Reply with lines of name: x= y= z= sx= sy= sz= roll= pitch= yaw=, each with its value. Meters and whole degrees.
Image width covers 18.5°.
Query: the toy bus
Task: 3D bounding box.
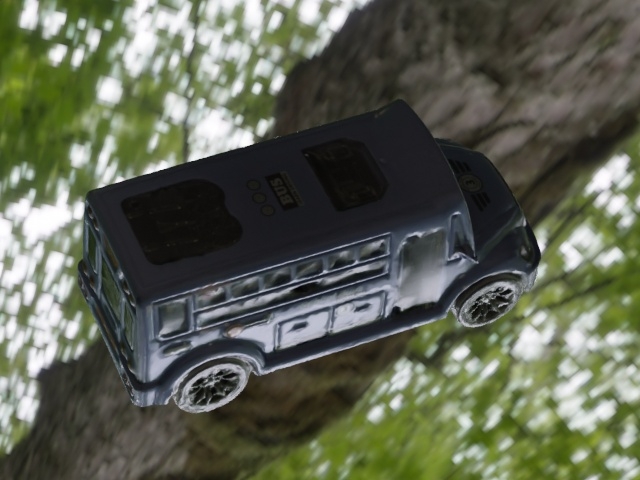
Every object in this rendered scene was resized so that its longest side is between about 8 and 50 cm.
toy bus: x=0.000 y=0.000 z=0.716 sx=0.167 sy=0.076 sz=0.073 roll=-17 pitch=-127 yaw=-19
